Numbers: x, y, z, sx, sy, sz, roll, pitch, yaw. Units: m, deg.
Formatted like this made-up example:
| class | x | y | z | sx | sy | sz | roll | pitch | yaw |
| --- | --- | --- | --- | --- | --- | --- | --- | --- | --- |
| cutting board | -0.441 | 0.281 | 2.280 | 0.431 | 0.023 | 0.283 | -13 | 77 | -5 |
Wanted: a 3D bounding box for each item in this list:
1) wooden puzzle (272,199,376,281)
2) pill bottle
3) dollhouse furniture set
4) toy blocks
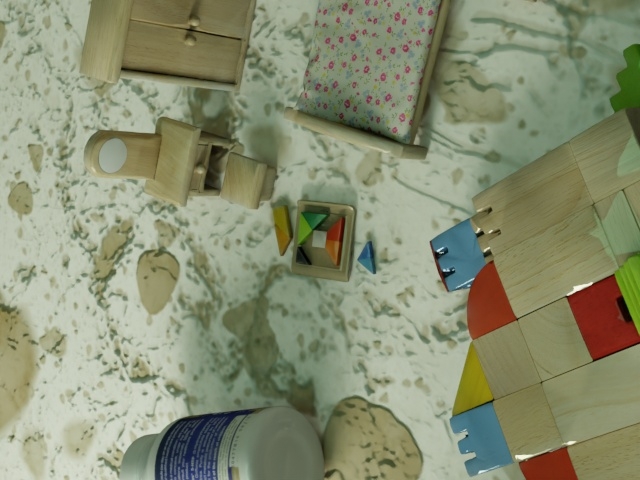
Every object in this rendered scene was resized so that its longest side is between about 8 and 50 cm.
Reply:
| class | x | y | z | sx | sy | sz | roll | pitch | yaw |
| --- | --- | --- | --- | --- | --- | --- | --- | --- | --- |
| wooden puzzle | 0.000 | 0.000 | 1.020 | 0.116 | 0.014 | 0.079 | -1 | 91 | 37 |
| pill bottle | -0.100 | 0.221 | 1.042 | 0.186 | 0.112 | 0.112 | -12 | 84 | 36 |
| dollhouse furniture set | -0.024 | -0.140 | 0.934 | 0.355 | 0.173 | 0.303 | 21 | 105 | 35 |
| toy blocks | 0.200 | 0.090 | 0.793 | 0.261 | 0.190 | 0.382 | -33 | 71 | 45 |
